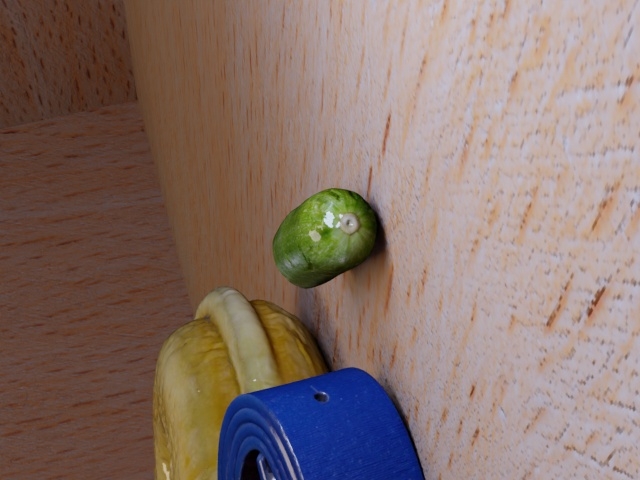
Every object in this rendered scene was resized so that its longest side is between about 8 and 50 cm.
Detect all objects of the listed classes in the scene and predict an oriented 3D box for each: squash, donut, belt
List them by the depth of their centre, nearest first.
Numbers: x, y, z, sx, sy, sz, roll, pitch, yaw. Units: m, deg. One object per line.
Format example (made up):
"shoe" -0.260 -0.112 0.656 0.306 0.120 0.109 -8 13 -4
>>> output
"squash" 0.000 0.000 1.183 0.239 0.069 0.069 142 115 -80
"belt" 0.007 0.287 1.222 0.212 0.117 0.346 -1 100 60
"donut" -0.079 0.269 1.605 0.449 0.198 0.448 173 90 -77
